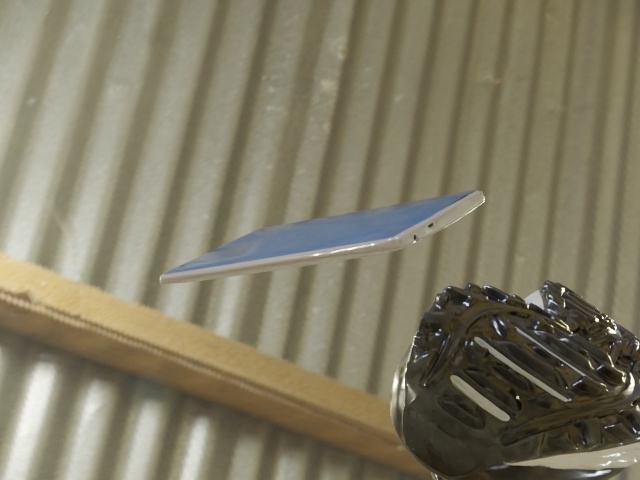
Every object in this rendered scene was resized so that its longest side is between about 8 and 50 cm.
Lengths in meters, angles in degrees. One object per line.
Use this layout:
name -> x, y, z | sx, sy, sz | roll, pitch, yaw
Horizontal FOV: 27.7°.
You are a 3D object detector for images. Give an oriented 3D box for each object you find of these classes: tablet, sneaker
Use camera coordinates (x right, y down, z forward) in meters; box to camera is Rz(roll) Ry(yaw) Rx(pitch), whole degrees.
tablet -> 0.000, 0.000, 0.369 | 0.054, 0.083, 0.006 | -27, -76, -53
sneaker -> 0.091, 0.084, 0.572 | 0.100, 0.108, 0.271 | 36, -170, 19
